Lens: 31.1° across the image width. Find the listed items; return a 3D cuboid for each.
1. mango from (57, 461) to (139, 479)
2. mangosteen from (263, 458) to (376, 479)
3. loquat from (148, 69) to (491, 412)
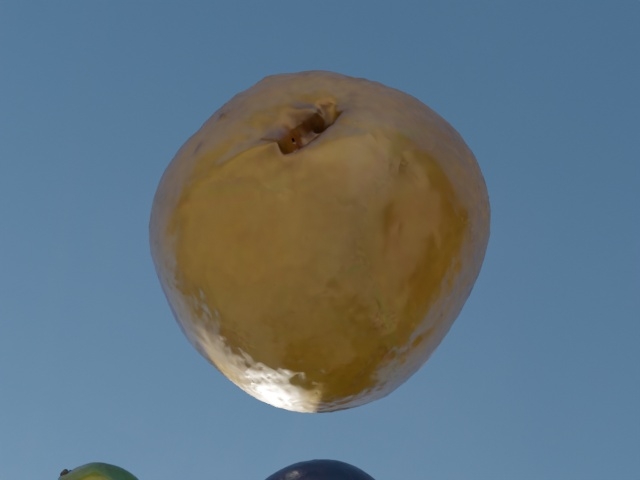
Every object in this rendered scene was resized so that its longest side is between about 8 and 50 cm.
[{"bbox_3d":[-0.195,0.292,1.013,0.122,0.085,0.191,-6,-99,9],"label":"mango"},{"bbox_3d":[0.007,0.383,1.287,0.235,0.235,0.261,-47,-121,6],"label":"mangosteen"},{"bbox_3d":[0.000,0.000,0.696,0.208,0.208,0.208,0,-88,7],"label":"loquat"}]
